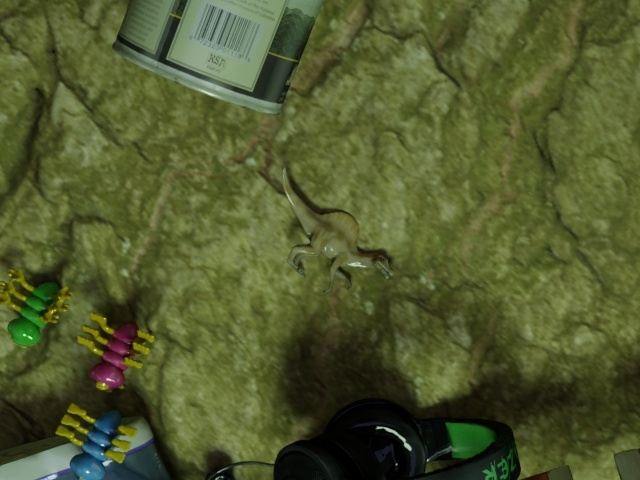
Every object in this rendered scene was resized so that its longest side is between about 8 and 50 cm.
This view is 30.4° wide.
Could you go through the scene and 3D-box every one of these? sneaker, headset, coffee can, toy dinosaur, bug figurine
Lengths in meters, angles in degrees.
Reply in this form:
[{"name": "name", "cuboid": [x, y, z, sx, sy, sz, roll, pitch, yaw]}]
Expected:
[{"name": "sneaker", "cuboid": [-0.323, 0.367, 1.441, 0.323, 0.130, 0.236, -17, 93, 2]}, {"name": "headset", "cuboid": [0.039, 0.295, 1.358, 0.394, 0.243, 0.185, -8, 95, 27]}, {"name": "coffee can", "cuboid": [-0.086, -0.301, 1.276, 0.202, 0.201, 0.275, 23, 101, 1]}, {"name": "toy dinosaur", "cuboid": [0.000, 0.000, 1.405, 0.183, 0.053, 0.092, 39, 85, -10]}, {"name": "bug figurine", "cuboid": [-0.320, 0.161, 1.393, 0.279, 0.072, 0.216, 24, 68, 12]}]

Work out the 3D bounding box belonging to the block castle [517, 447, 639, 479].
[{"name": "block castle", "cuboid": [0.351, 0.412, 1.298, 0.453, 0.213, 0.303, -17, 129, 7]}]
